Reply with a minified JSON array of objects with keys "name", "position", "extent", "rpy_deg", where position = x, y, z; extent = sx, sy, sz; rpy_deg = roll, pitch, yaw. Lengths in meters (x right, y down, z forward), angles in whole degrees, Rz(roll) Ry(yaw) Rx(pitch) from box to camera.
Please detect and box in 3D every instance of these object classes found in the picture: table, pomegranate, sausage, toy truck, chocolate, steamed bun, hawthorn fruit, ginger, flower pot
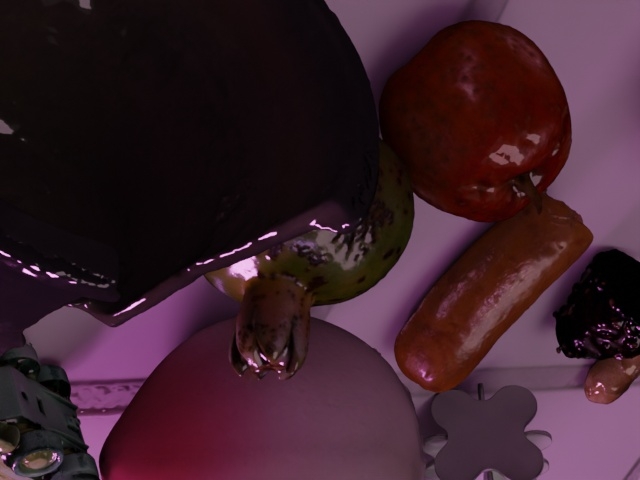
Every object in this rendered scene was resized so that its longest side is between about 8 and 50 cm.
[{"name":"table","position":[0.215,0.299,1.690],"extent":[0.166,0.166,0.198],"rpy_deg":[-31,146,-15]},{"name":"pomegranate","position":[-0.024,0.000,1.107],"extent":[0.202,0.248,0.202],"rpy_deg":[5,154,3]},{"name":"sausage","position":[0.191,0.060,1.472],"extent":[0.270,0.109,0.109],"rpy_deg":[-48,144,6]},{"name":"toy truck","position":[-0.303,0.153,1.094],"extent":[0.135,0.128,0.259],"rpy_deg":[-29,144,5]},{"name":"chocolate","position":[0.364,0.102,1.670],"extent":[0.156,0.156,0.133],"rpy_deg":[7,141,-46]},{"name":"steamed bun","position":[-0.076,0.209,1.226],"extent":[0.309,0.309,0.309],"rpy_deg":[-25,140,-23]},{"name":"hawthorn fruit","position":[0.153,-0.098,1.192],"extent":[0.179,0.200,0.179],"rpy_deg":[-20,138,-19]},{"name":"ginger","position":[0.476,0.098,1.801],"extent":[0.148,0.081,0.333],"rpy_deg":[0,127,-23]},{"name":"flower pot","position":[-0.184,-0.070,0.851],"extent":[0.379,0.379,0.251],"rpy_deg":[-6,152,-39]}]
